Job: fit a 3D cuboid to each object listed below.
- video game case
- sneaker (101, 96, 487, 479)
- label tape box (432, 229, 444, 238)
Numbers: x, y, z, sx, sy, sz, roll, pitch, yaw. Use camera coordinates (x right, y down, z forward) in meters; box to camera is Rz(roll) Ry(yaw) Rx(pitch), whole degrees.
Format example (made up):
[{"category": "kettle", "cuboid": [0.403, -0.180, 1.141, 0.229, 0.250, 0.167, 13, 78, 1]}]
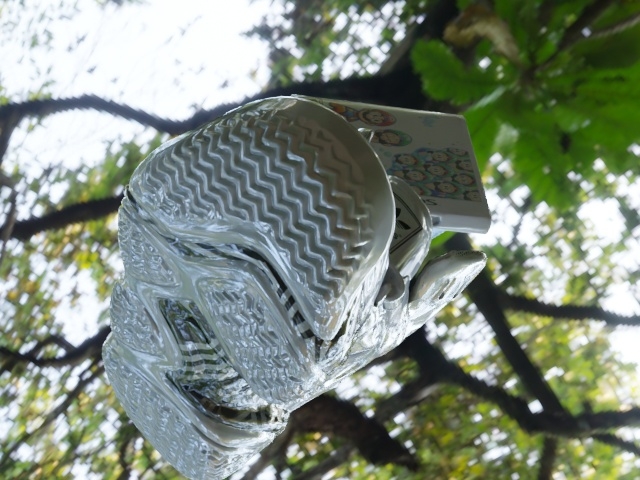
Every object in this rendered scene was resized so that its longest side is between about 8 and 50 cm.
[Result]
[{"category": "video game case", "cuboid": [0.048, -0.060, 0.976, 0.143, 0.019, 0.157, 6, -147, -6]}, {"category": "sneaker", "cuboid": [0.000, 0.000, 0.726, 0.210, 0.366, 0.137, -37, -101, -28]}, {"category": "label tape box", "cuboid": [-0.030, -0.023, 1.628, 0.249, 0.347, 0.115, 9, -114, -30]}]
